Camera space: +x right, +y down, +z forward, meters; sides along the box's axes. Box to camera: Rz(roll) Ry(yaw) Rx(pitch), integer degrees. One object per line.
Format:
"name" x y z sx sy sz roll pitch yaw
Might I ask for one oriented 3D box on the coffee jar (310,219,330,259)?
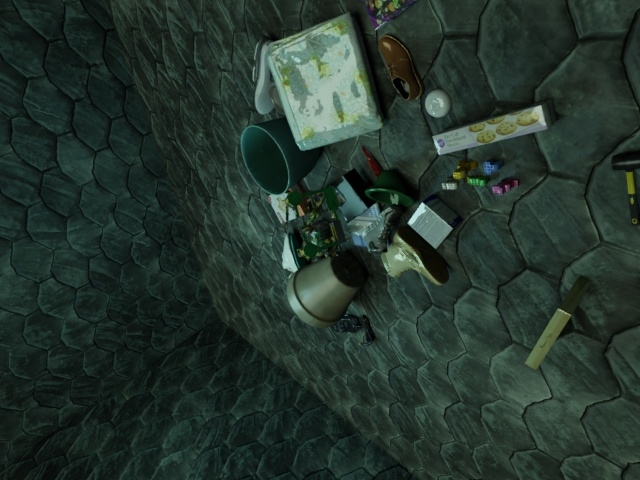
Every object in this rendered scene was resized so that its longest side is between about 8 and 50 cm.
"coffee jar" 0.000 0.000 1.957 0.079 0.096 0.185 34 142 34

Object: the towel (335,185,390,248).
"towel" 0.178 -0.096 1.704 0.209 0.034 0.285 7 125 47

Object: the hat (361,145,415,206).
"hat" 0.256 -0.238 1.484 0.208 0.184 0.173 18 170 -21

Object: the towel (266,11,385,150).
"towel" 0.015 -0.516 1.383 0.320 0.090 0.375 -9 113 26

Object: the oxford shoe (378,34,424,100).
"oxford shoe" 0.231 -0.516 1.232 0.212 0.076 0.076 58 149 -1

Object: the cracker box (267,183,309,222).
"cracker box" -0.152 -0.183 2.019 0.232 0.067 0.156 -15 106 56

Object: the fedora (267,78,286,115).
"fedora" -0.101 -0.559 1.561 0.275 0.124 0.244 19 138 42

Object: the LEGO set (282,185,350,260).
"LEGO set" -0.028 -0.077 1.758 0.332 0.254 0.192 66 165 -3

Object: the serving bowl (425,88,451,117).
"serving bowl" 0.344 -0.404 1.225 0.083 0.027 0.083 31 139 31

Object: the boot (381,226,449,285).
"boot" 0.354 0.098 1.588 0.262 0.095 0.203 48 146 16

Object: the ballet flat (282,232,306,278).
"ballet flat" -0.127 0.153 2.198 0.139 0.139 0.401 -2 120 53

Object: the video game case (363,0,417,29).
"video game case" 0.181 -0.741 1.127 0.210 0.041 0.232 -8 112 56

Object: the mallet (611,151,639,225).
"mallet" 0.727 -0.120 0.979 0.062 0.039 0.190 12 131 45

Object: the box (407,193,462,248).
"box" 0.391 -0.066 1.418 0.137 0.072 0.126 45 146 15

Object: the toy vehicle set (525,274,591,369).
"toy vehicle set" 0.695 0.246 1.213 0.035 0.166 0.267 32 140 31

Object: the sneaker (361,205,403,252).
"sneaker" 0.249 -0.024 1.561 0.229 0.086 0.132 -47 44 48

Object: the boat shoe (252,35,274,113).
"boat shoe" -0.227 -0.663 1.663 0.102 0.108 0.301 51 148 30

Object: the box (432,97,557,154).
"box" 0.462 -0.303 1.129 0.324 0.063 0.067 -2 115 53

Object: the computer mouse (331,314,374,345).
"computer mouse" 0.174 0.470 2.182 0.262 0.060 0.184 -13 104 43

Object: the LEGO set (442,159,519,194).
"LEGO set" 0.449 -0.187 1.219 0.227 0.093 0.087 11 126 48

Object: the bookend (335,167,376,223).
"bookend" 0.119 -0.170 1.611 0.156 0.072 0.157 52 146 0

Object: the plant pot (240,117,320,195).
"plant pot" -0.144 -0.367 1.694 0.293 0.235 0.293 32 141 31

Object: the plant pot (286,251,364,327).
"plant pot" 0.045 0.204 1.923 0.323 0.323 0.280 51 131 8
